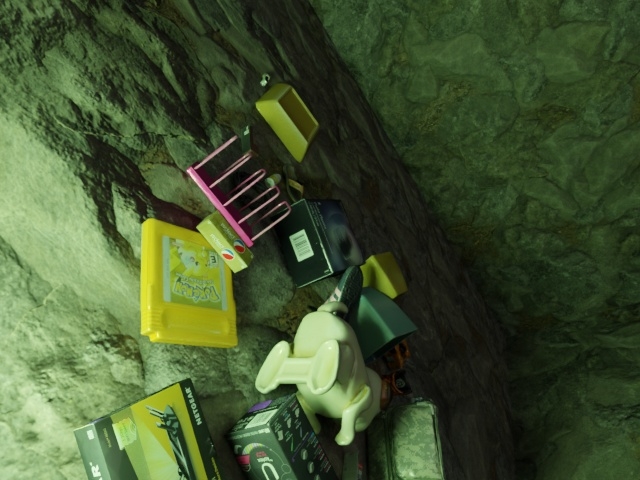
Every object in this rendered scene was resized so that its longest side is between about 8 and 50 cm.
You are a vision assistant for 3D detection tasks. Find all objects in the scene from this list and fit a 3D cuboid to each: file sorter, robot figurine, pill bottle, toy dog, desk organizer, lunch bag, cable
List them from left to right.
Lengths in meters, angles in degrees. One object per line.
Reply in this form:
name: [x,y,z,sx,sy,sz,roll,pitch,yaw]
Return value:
file sorter: [-0.246,-0.167,1.368,0.291,0.182,0.202,53,0,-18]
desk organizer: [-0.276,-0.383,1.696,0.050,0.047,0.130,29,45,-48]
cable: [-0.253,-0.181,1.590,0.184,0.047,0.151,14,51,-50]
pill bottle: [-0.187,-0.240,1.728,0.043,0.043,0.083,58,30,-11]
toy dog: [0.047,0.439,1.376,0.408,0.284,0.395,54,33,-30]
robot figurine: [0.307,0.424,1.960,0.211,0.085,0.291,-22,88,-60]
lunch bag: [0.320,0.747,1.564,0.212,0.256,0.305,40,37,-36]

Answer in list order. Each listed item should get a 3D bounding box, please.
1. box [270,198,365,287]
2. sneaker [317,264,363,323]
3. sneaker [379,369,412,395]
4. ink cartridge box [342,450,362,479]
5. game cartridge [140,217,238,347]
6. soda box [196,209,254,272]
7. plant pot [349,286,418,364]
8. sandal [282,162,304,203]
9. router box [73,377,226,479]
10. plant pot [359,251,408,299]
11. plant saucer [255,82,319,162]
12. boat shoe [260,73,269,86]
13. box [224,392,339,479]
box: [0.000,0.000,1.706,0.294,0.182,0.296,-9,76,-60]
sneaker: [0.053,0.225,1.583,0.112,0.131,0.319,48,55,-34]
sneaker: [0.235,0.550,1.655,0.321,0.180,0.125,8,61,-55]
ink cartridge box: [0.104,0.752,1.414,0.029,0.062,0.115,45,35,-28]
game cartridge: [-0.352,0.123,1.187,0.285,0.052,0.324,22,48,-49]
soda box: [-0.279,0.004,1.287,0.181,0.058,0.061,53,31,-18]
plant pot: [0.177,0.321,1.691,0.247,0.247,0.252,4,48,-57]
sandal: [-0.103,-0.236,1.841,0.090,0.060,0.220,13,57,-53]
router box: [-0.336,0.483,0.909,0.243,0.081,0.309,-12,78,-59]
plant pot: [0.249,0.192,1.868,0.187,0.212,0.212,52,26,17]
plant saucer: [-0.126,-0.578,2.046,0.333,0.081,0.333,51,32,-21]
boat shoe: [-0.252,-0.757,2.027,0.035,0.035,0.100,46,35,-28]
box: [-0.098,0.569,1.132,0.270,0.165,0.143,63,29,-2]
